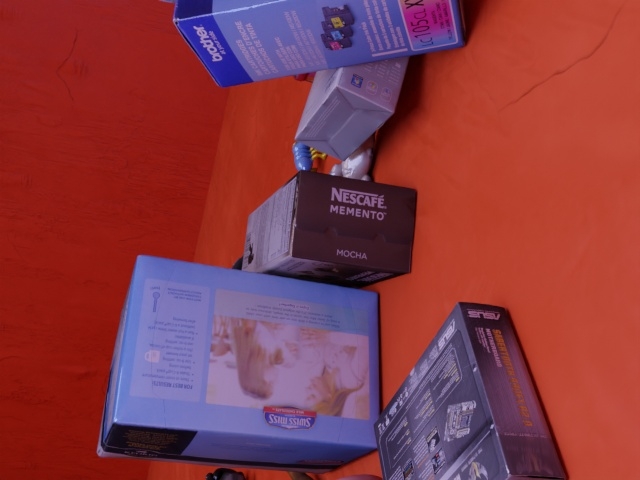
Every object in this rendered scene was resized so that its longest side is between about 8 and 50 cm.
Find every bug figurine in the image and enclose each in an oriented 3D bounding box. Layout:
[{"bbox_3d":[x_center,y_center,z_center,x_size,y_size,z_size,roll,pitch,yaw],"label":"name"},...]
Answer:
[{"bbox_3d":[-0.055,-0.060,1.427,0.216,0.072,0.279,-103,28,-52],"label":"bug figurine"}]

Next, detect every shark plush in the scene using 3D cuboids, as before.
[{"bbox_3d":[0.058,-0.141,1.135,0.067,0.073,0.161,-24,-58,-74],"label":"shark plush"}]

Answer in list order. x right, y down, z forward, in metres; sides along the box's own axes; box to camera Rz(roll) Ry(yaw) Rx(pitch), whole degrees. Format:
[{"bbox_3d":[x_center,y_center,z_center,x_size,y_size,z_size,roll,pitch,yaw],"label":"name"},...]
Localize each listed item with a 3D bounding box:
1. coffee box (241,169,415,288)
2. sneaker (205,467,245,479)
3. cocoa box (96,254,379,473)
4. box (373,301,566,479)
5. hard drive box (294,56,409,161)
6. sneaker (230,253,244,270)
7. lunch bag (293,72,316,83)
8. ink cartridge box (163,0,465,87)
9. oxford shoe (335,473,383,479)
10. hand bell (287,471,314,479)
[{"bbox_3d":[0.000,0.000,1.048,0.297,0.168,0.118,153,124,-69],"label":"coffee box"},{"bbox_3d":[-0.222,0.584,1.592,0.276,0.098,0.135,127,148,-54],"label":"sneaker"},{"bbox_3d":[-0.114,0.187,1.008,0.228,0.347,0.231,127,148,-57],"label":"cocoa box"},{"bbox_3d":[0.130,0.202,0.701,0.183,0.056,0.231,-99,24,-45],"label":"box"},{"bbox_3d":[0.058,-0.260,1.039,0.181,0.089,0.232,144,145,-65],"label":"hard drive box"},{"bbox_3d":[-0.086,0.057,1.225,0.267,0.106,0.101,-51,-9,-34],"label":"sneaker"},{"bbox_3d":[0.041,-0.439,1.254,0.293,0.120,0.258,122,156,-50],"label":"lunch bag"},{"bbox_3d":[-0.025,-0.359,0.918,0.151,0.396,0.270,53,-146,-60],"label":"ink cartridge box"},{"bbox_3d":[0.000,0.441,0.899,0.130,0.123,0.348,-109,30,-46],"label":"oxford shoe"},{"bbox_3d":[-0.046,0.367,1.162,0.242,0.126,0.126,38,118,58],"label":"hand bell"}]
